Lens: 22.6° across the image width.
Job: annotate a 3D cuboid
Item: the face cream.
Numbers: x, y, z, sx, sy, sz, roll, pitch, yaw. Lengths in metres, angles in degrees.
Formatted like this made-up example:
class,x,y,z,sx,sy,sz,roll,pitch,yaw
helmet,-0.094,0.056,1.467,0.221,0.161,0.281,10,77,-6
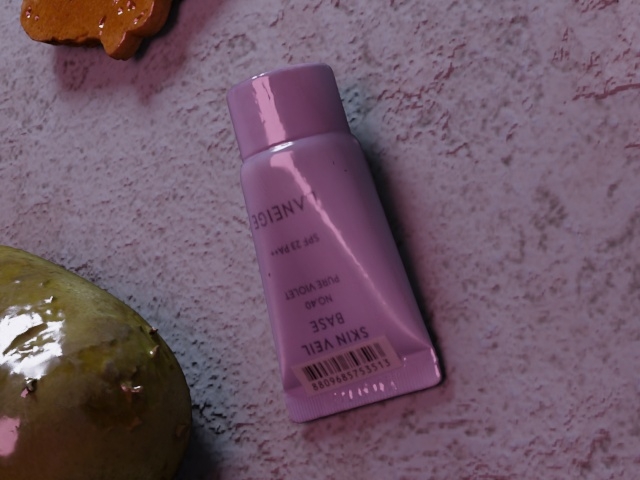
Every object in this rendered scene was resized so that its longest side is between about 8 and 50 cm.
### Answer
class,x,y,z,sx,sy,sz,roll,pitch,yaw
face cream,0.000,0.000,1.282,0.154,0.096,0.274,-20,82,33

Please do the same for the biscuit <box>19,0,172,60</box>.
class,x,y,z,sx,sy,sz,roll,pitch,yaw
biscuit,-0.181,-0.262,1.509,0.280,0.043,0.183,-24,70,30

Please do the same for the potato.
class,x,y,z,sx,sy,sz,roll,pitch,yaw
potato,-0.274,0.146,1.388,0.359,0.219,0.270,30,82,44
